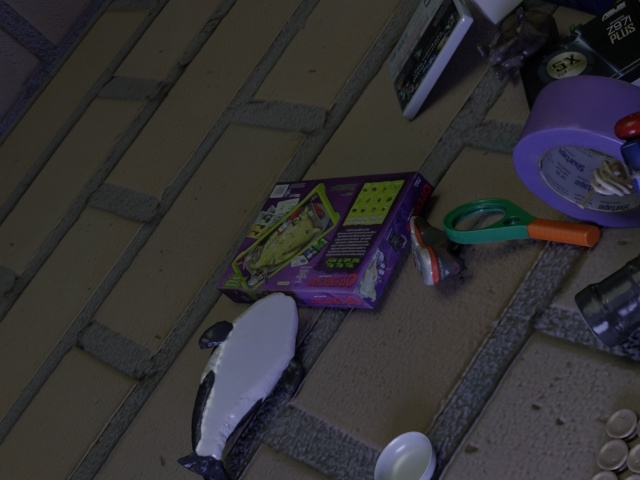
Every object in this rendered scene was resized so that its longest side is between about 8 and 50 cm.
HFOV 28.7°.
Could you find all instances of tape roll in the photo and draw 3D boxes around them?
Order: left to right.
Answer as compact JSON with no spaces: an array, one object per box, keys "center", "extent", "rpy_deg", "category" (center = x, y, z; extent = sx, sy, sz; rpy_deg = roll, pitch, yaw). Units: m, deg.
[{"center":[0.323,-0.100,1.438],"extent":[0.189,0.189,0.080],"rpy_deg":[-4,53,49],"category":"tape roll"}]

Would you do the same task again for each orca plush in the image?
[{"center":[-0.104,0.214,1.750],"extent":[0.151,0.102,0.287],"rpy_deg":[9,63,2],"category":"orca plush"}]

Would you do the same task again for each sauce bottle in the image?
[{"center":[0.424,-0.007,1.293],"extent":[0.344,0.111,0.111],"rpy_deg":[-36,34,21],"category":"sauce bottle"}]

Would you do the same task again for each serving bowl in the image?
[{"center":[0.104,0.266,1.460],"extent":[0.083,0.027,0.083],"rpy_deg":[-31,36,26],"category":"serving bowl"}]

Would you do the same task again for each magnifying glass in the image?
[{"center":[0.250,-0.018,1.574],"extent":[0.092,0.026,0.231],"rpy_deg":[-35,26,-32],"category":"magnifying glass"}]

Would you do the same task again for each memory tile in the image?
[{"center":[0.319,0.235,1.247],"extent":[0.113,0.012,0.148],"rpy_deg":[-6,50,48],"category":"memory tile"}]

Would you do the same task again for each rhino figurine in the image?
[{"center":[0.273,-0.275,1.713],"extent":[0.106,0.073,0.243],"rpy_deg":[-37,-2,17],"category":"rhino figurine"}]

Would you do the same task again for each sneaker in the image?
[{"center":[0.157,0.013,1.662],"extent":[0.065,0.061,0.158],"rpy_deg":[-10,28,-2],"category":"sneaker"}]

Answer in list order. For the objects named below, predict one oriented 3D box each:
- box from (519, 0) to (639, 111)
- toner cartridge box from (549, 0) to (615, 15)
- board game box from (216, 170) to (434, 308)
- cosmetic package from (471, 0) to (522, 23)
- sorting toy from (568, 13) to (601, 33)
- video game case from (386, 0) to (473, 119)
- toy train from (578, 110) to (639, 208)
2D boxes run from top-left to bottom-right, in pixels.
[{"center":[0.361,-0.209,1.617],"extent":[0.180,0.077,0.147],"rpy_deg":[-32,34,25],"category":"box"},{"center":[0.356,-0.451,1.889],"extent":[0.165,0.075,0.348],"rpy_deg":[-48,32,-2],"category":"toner cartridge box"},{"center":[0.000,0.000,1.849],"extent":[0.347,0.056,0.208],"rpy_deg":[0,51,53],"category":"board game box"},{"center":[0.243,-0.363,1.808],"extent":[0.060,0.099,0.239],"rpy_deg":[-43,0,12],"category":"cosmetic package"},{"center":[0.375,-0.288,1.748],"extent":[0.062,0.012,0.083],"rpy_deg":[-41,35,21],"category":"sorting toy"},{"center":[0.167,-0.308,1.948],"extent":[0.190,0.022,0.173],"rpy_deg":[-59,24,30],"category":"video game case"},{"center":[0.371,-0.091,1.241],"extent":[0.143,0.105,0.248],"rpy_deg":[-19,11,42],"category":"toy train"}]
